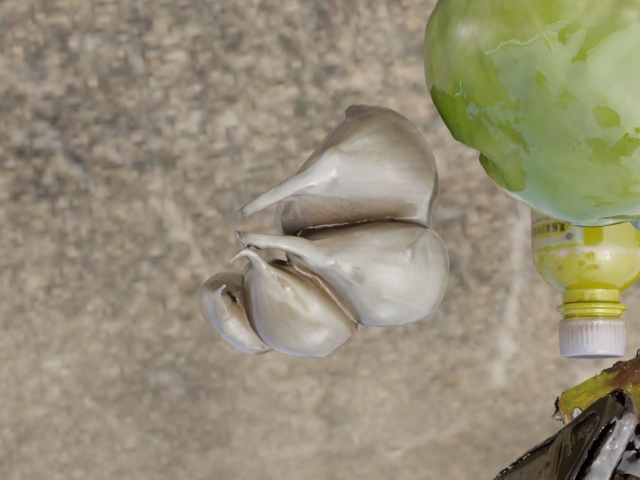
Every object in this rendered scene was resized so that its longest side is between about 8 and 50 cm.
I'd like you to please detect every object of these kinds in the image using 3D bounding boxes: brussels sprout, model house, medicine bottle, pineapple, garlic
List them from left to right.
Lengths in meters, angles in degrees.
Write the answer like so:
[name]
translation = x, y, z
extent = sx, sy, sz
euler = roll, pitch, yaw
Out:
[garlic]
translation = 0.000, 0.000, 1.453
extent = 0.237, 0.210, 0.292
euler = -14, 169, -4
[medicine bottle]
translation = 0.279, 0.015, 1.687
extent = 0.122, 0.212, 0.122
euler = 0, 171, 0
[model house]
translation = 0.200, 0.221, 1.117
extent = 0.164, 0.141, 0.203
euler = 31, 145, -9
[brussels sprout]
translation = 0.248, -0.148, 1.347
extent = 0.317, 0.273, 0.242
euler = -14, 156, -2
[pineapple]
translation = 0.427, 0.212, 1.889
extent = 0.334, 0.161, 0.158
euler = -20, 127, -13

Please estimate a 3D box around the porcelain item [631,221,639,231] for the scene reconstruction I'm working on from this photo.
[porcelain item]
translation = 0.288, -0.044, 1.461
extent = 0.036, 0.083, 0.028
euler = -8, 150, 3
